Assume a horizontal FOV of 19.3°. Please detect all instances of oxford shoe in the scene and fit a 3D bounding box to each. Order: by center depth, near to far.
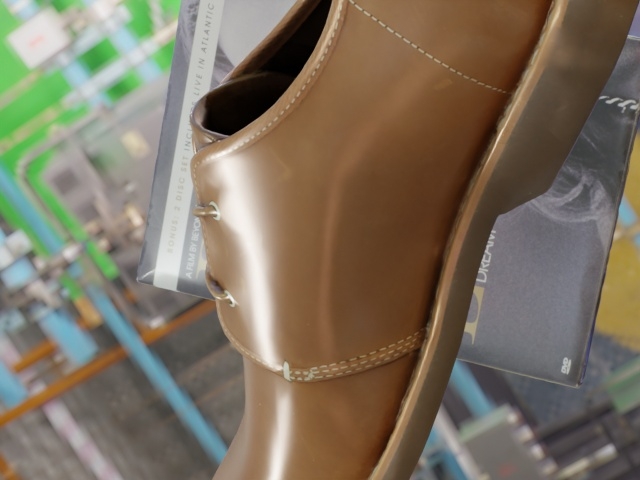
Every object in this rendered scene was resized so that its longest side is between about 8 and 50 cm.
[{"bbox_3d":[0.000,0.000,0.431,0.076,0.212,0.076,14,-150,-11],"label":"oxford shoe"}]

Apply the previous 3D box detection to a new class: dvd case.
[{"bbox_3d":[0.030,-0.035,0.880,0.018,0.221,0.164,-32,-46,-73],"label":"dvd case"}]
